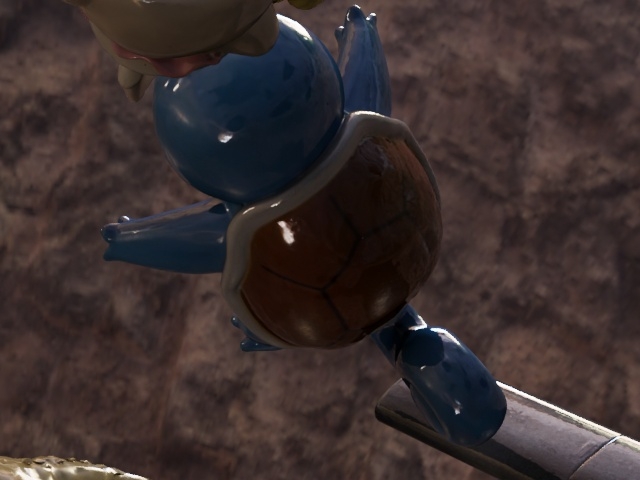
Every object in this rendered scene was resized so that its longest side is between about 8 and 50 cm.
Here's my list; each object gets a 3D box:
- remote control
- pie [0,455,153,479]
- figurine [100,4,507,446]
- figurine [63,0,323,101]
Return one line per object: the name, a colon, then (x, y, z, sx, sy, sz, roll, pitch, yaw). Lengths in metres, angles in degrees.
remote control: (0.219, 0.192, 1.269, 0.377, 0.044, 0.107, 21, -136, 39)
pie: (-0.139, 0.172, 0.504, 0.274, 0.274, 0.055, -9, -133, -23)
figurine: (-0.007, -0.007, 1.196, 0.298, 0.416, 0.243, -36, -155, -2)
figurine: (-0.075, -0.155, 0.847, 0.155, 0.235, 0.127, -39, -92, -6)
